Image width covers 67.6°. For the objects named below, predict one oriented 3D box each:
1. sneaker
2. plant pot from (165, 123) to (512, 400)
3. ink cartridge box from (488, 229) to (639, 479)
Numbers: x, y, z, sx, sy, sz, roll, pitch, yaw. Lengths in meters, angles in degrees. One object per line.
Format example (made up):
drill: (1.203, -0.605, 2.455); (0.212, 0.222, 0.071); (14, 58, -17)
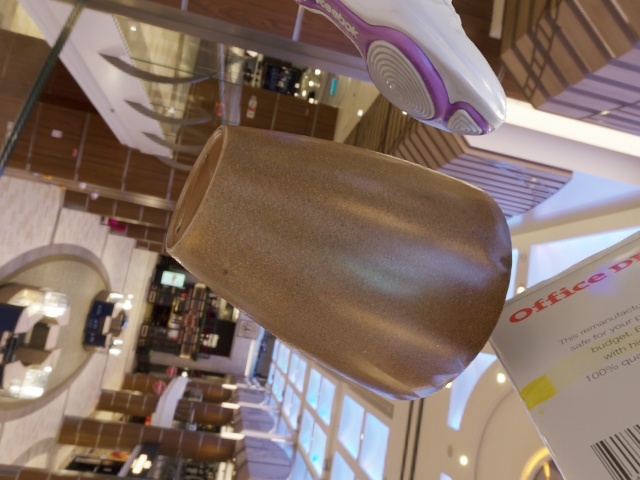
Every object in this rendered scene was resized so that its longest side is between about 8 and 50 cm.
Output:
sneaker: (0.079, -0.232, 0.442); (0.152, 0.305, 0.114); (-45, -177, -10)
plant pot: (0.000, 0.000, 0.452); (0.237, 0.254, 0.237); (-44, -147, 38)
ink cartridge box: (0.320, 0.132, 0.361); (0.279, 0.160, 0.384); (-30, -170, 12)
